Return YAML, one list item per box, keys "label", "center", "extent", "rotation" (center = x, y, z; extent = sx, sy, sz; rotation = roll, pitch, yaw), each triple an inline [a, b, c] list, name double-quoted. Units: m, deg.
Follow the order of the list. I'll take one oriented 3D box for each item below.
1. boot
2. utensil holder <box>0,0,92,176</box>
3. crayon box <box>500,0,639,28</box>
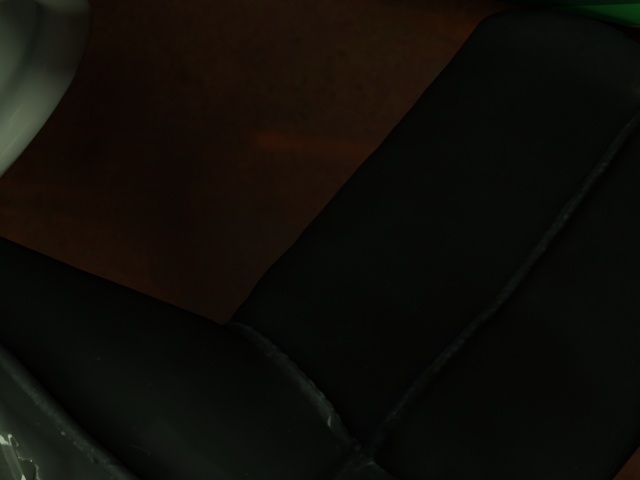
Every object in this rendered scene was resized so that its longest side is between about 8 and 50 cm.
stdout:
- label: "boot"
  center: [0.001, 0.002, 0.925]
  extent: [0.367, 0.146, 0.445]
  rotation: [40, 53, 5]
- label: "utensil holder"
  center: [-0.358, -0.150, 0.931]
  extent: [0.327, 0.327, 0.385]
  rotation: [-42, 84, 5]
- label: "crayon box"
  center: [0.195, -0.299, 1.059]
  extent: [0.313, 0.106, 0.363]
  rotation: [15, 75, 18]
